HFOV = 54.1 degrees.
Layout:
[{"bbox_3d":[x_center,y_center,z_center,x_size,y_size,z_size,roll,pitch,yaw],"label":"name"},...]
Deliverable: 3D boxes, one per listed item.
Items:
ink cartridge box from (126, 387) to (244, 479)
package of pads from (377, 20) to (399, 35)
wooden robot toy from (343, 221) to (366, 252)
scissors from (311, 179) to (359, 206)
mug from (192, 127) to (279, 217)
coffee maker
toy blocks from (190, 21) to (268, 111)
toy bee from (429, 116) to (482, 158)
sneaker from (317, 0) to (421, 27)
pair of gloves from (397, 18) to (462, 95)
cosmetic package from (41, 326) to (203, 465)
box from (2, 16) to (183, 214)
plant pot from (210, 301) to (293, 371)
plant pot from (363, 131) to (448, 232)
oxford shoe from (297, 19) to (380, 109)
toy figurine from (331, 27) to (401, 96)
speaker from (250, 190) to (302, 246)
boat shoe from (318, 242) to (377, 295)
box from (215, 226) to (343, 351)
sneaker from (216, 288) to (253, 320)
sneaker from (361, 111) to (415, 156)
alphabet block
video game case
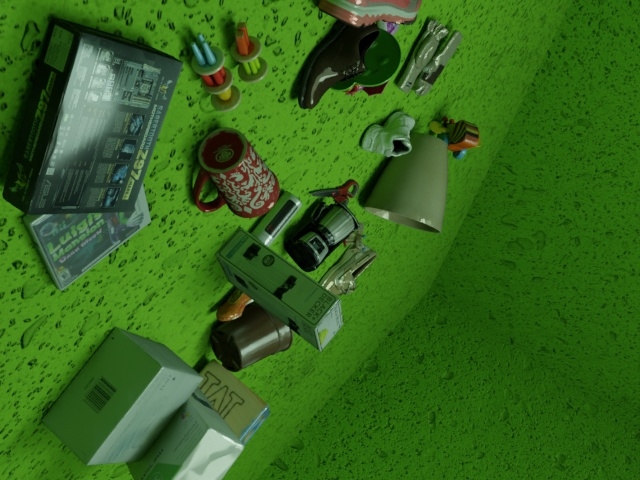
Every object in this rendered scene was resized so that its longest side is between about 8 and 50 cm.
[{"bbox_3d":[-0.344,0.440,1.433,0.119,0.353,0.207,41,82,-36],"label":"ink cartridge box"},{"bbox_3d":[0.150,-0.487,1.397,0.050,0.032,0.083,-53,161,-10],"label":"package of pads"},{"bbox_3d":[0.113,-0.027,2.067,0.173,0.076,0.079,85,8,-62],"label":"wooden robot toy"},{"bbox_3d":[0.045,-0.141,1.748,0.109,0.021,0.297,-54,160,4],"label":"scissors"},{"bbox_3d":[-0.161,-0.111,1.151,0.150,0.113,0.169,-54,158,-11],"label":"mug"},{"bbox_3d":[0.000,0.000,1.703,0.178,0.120,0.171,-42,164,-26],"label":"coffee maker"},{"bbox_3d":[-0.144,-0.288,0.978,0.123,0.054,0.148,-51,160,-12],"label":"toy blocks"},{"bbox_3d":[0.445,-0.369,2.179,0.195,0.298,0.162,21,74,-37],"label":"toy bee"},{"bbox_3d":[0.124,-0.492,1.197,0.313,0.116,0.136,-32,149,-50],"label":"sneaker"},{"bbox_3d":[0.298,-0.498,1.729,0.240,0.042,0.204,-15,140,-60],"label":"pair of gloves"},{"bbox_3d":[-0.389,0.321,1.274,0.224,0.138,0.225,-53,163,-8],"label":"cosmetic package"},{"bbox_3d":[-0.290,-0.148,0.814,0.183,0.059,0.233,-8,125,-63],"label":"box"},{"bbox_3d":[-0.186,0.252,1.637,0.165,0.167,0.167,-28,148,-40],"label":"plant pot"},{"bbox_3d":[0.298,-0.193,1.988,0.256,0.256,0.274,24,84,-71],"label":"plant pot"},{"bbox_3d":[0.037,-0.351,1.254,0.227,0.096,0.083,-55,163,3],"label":"oxford shoe"},{"bbox_3d":[0.093,-0.360,1.381,0.173,0.130,0.159,-33,170,0],"label":"toy figurine"},{"bbox_3d":[-0.104,-0.048,1.476,0.136,0.055,0.055,-51,161,-11],"label":"speaker"},{"bbox_3d":[0.079,0.135,2.164,0.302,0.098,0.109,-50,161,-17],"label":"boat shoe"},{"bbox_3d":[-0.089,0.112,1.416,0.087,0.290,0.169,-49,161,-19],"label":"box"},{"bbox_3d":[-0.203,0.139,1.569,0.175,0.064,0.068,-44,139,-44],"label":"sneaker"},{"bbox_3d":[0.215,-0.285,1.763,0.232,0.115,0.090,-38,154,-43],"label":"sneaker"},{"bbox_3d":[-0.270,0.464,1.678,0.193,0.197,0.192,-48,169,-20],"label":"alphabet block"},{"bbox_3d":[-0.346,-0.031,0.962,0.190,0.022,0.173,-44,158,-31],"label":"video game case"}]
